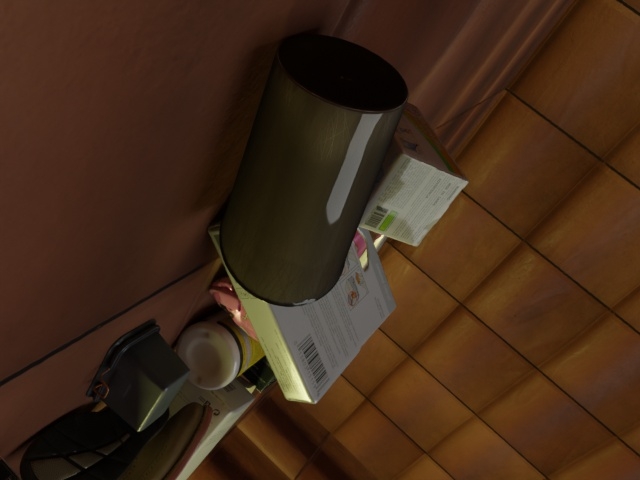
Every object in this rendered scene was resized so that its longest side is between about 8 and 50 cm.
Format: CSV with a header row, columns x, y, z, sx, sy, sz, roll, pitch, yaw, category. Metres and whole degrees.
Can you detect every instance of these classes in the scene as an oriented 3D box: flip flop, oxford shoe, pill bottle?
x,y,z,sx,sy,sz,roll,pitch,yaw,category
-0.324,0.295,0.783,0.080,0.112,0.277,-36,178,13,flip flop
-0.336,0.387,0.895,0.348,0.130,0.123,-43,-168,-5,oxford shoe
-0.159,0.181,0.976,0.119,0.119,0.208,-52,169,18,pill bottle

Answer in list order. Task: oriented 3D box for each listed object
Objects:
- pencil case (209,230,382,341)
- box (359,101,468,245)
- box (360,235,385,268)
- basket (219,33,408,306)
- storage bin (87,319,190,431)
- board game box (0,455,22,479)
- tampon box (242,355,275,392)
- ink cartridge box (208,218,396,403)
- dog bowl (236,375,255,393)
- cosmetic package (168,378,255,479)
x,y,z,sx,sy,sz,roll,pitch,yaw,category
0.000,0.000,0.888,0.386,0.160,0.167,-46,-166,-17,pencil case
0.090,-0.109,0.709,0.114,0.103,0.203,-56,-150,29,box
0.087,0.023,1.163,0.063,0.067,0.324,-42,166,-40,box
-0.011,-0.077,0.554,0.205,0.154,0.227,-87,-166,-44,basket
-0.247,0.194,0.726,0.135,0.091,0.098,-55,168,29,storage bin
-0.395,0.386,0.507,0.305,0.193,0.053,-42,168,-38,board game box
-0.173,0.378,1.652,0.101,0.120,0.161,-49,170,5,tampon box
-0.009,0.048,0.764,0.060,0.275,0.239,-6,-156,40,ink cartridge box
-0.334,0.497,1.458,0.349,0.102,0.349,-48,170,-12,dog bowl
-0.321,0.420,1.070,0.366,0.155,0.197,-48,170,-3,cosmetic package
